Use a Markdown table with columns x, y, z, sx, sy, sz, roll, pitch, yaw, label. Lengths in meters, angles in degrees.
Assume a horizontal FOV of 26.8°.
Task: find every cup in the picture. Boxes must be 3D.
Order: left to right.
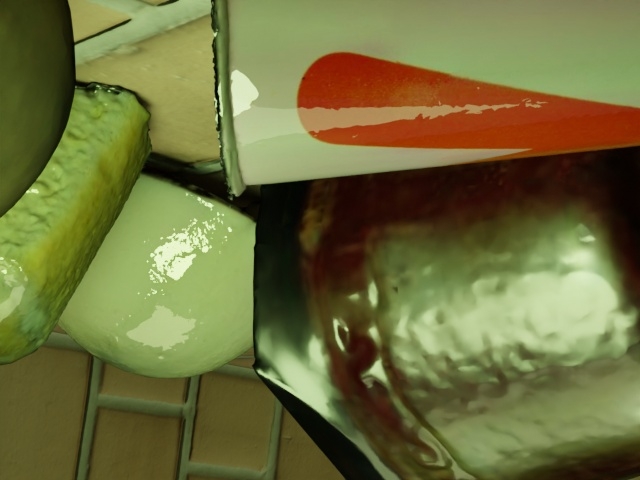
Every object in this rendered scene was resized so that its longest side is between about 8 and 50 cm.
| x | y | z | sx | sy | sz | roll | pitch | yaw | label |
| --- | --- | --- | --- | --- | --- | --- | --- | --- | --- |
| 0.088 | -0.121 | 0.766 | 0.289 | 0.203 | 0.203 | -1 | 168 | 2 | cup |

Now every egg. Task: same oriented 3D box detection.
| x | y | z | sx | sy | sz | roll | pitch | yaw | label |
| --- | --- | --- | --- | --- | --- | --- | --- | --- | --- |
| -0.190 | 0.060 | 1.573 | 0.337 | 0.201 | 0.337 | 23 | 165 | 7 | egg |

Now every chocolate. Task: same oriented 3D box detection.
| x | y | z | sx | sy | sz | roll | pitch | yaw | label |
| --- | --- | --- | --- | --- | --- | --- | --- | --- | --- |
| 0.197 | 0.028 | 0.961 | 0.384 | 0.383 | 0.331 | 17 | 165 | -42 | chocolate |

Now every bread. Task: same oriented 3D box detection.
| x | y | z | sx | sy | sz | roll | pitch | yaw | label |
| --- | --- | --- | --- | --- | --- | --- | --- | --- | --- |
| -0.358 | -0.001 | 1.253 | 0.396 | 0.263 | 0.239 | 0 | 154 | 1 | bread |

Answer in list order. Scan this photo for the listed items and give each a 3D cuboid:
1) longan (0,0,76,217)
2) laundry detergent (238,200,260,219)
| x | y | z | sx | sy | sz | roll | pitch | yaw | label |
| --- | --- | --- | --- | --- | --- | --- | --- | --- | --- |
| -0.291 | -0.114 | 0.829 | 0.300 | 0.243 | 0.300 | 1 | 157 | 0 | longan |
| 0.000 | 0.000 | 1.639 | 0.237 | 0.076 | 0.171 | 2 | 167 | 24 | laundry detergent |
